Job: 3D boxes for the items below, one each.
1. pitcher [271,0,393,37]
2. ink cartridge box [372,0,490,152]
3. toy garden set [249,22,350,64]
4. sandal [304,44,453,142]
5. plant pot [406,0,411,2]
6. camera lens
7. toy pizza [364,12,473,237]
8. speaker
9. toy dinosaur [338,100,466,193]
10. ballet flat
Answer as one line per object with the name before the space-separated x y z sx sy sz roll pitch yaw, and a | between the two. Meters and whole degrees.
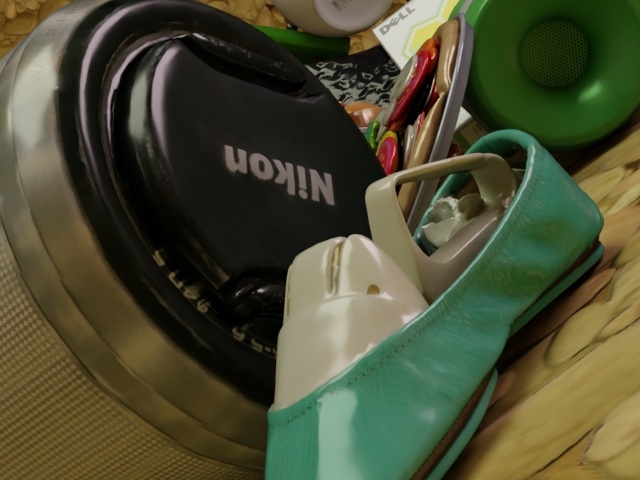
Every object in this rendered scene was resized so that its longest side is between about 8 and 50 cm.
pitcher | 0.015 -0.262 1.365 0.125 0.177 0.207 -52 33 11
ink cartridge box | 0.118 -0.170 1.206 0.109 0.209 0.062 -37 -40 8
toy garden set | 0.014 -0.148 1.459 0.244 0.203 0.049 101 176 -64
sandal | -0.009 -0.088 1.337 0.445 0.107 0.168 -7 58 25
plant pot | 0.185 -0.258 1.441 0.263 0.263 0.229 -39 -12 -20
camera lens | -0.109 0.036 0.649 0.274 0.219 0.219 -34 5 34
toy pizza | 0.039 -0.037 0.806 0.201 0.032 0.201 -161 90 -86
speaker | 0.148 -0.129 0.964 0.131 0.131 0.296 -36 4 7
toy dinosaur | 0.003 -0.026 0.995 0.322 0.164 0.218 16 -33 -37
ballet flat | 0.032 0.025 0.529 0.083 0.087 0.247 -33 6 40
